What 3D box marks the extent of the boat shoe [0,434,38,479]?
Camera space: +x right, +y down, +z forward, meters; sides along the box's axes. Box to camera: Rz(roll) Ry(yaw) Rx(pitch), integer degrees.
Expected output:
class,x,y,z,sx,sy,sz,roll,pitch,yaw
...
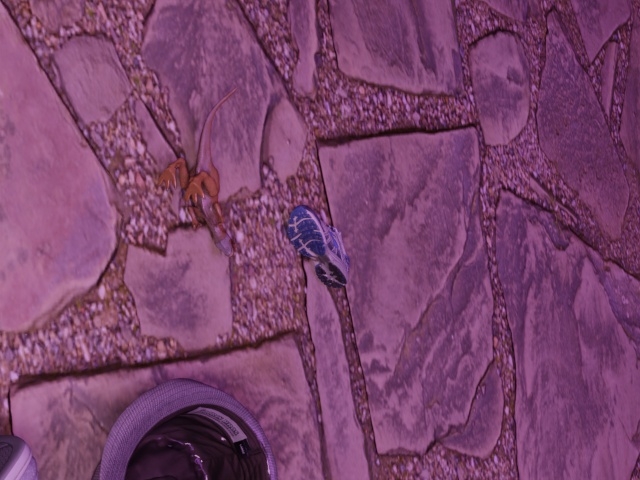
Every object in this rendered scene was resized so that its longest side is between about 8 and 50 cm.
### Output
class,x,y,z,sx,sy,sz,roll,pitch,yaw
boat shoe,-0.354,0.322,0.963,0.103,0.118,0.320,54,52,-37

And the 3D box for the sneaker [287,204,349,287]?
class,x,y,z,sx,sy,sz,roll,pitch,yaw
sneaker,0.000,0.000,1.470,0.135,0.052,0.058,61,34,-30

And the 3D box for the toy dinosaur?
class,x,y,z,sx,sy,sz,roll,pitch,yaw
toy dinosaur,-0.145,-0.083,1.324,0.112,0.064,0.212,-15,103,-66

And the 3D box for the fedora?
class,x,y,z,sx,sy,sz,roll,pitch,yaw
fedora,-0.168,0.280,1.152,0.275,0.124,0.244,-40,107,-52
